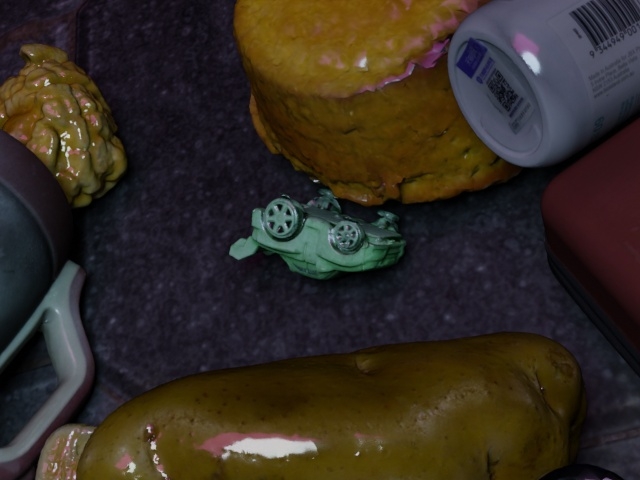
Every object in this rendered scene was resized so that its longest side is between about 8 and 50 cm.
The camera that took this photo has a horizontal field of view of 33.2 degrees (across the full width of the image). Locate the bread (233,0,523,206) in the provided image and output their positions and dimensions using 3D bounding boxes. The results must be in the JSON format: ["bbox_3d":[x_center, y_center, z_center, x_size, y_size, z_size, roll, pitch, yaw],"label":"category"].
[{"bbox_3d":[0.092,-0.211,1.011,0.358,0.204,0.337,-45,58,-11],"label":"bread"}]

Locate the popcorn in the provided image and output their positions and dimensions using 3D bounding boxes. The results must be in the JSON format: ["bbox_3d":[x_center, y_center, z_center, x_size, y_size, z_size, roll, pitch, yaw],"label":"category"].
[{"bbox_3d":[-0.286,-0.118,1.157,0.194,0.140,0.163,18,76,42],"label":"popcorn"}]

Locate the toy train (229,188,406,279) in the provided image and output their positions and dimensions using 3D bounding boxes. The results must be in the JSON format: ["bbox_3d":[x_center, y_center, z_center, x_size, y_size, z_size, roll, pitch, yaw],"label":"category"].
[{"bbox_3d":[0.000,0.000,0.991,0.149,0.099,0.081,22,104,25],"label":"toy train"}]

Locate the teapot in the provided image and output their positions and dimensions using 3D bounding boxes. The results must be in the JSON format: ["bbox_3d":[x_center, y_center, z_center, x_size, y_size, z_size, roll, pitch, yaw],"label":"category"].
[{"bbox_3d":[-0.357,0.081,0.983,0.233,0.315,0.312,-48,16,44],"label":"teapot"}]

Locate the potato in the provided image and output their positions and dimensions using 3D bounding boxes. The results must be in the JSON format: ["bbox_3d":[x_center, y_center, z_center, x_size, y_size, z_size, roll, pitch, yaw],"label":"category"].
[{"bbox_3d":[0.016,0.153,0.766,0.369,0.176,0.195,-3,22,-12],"label":"potato"}]

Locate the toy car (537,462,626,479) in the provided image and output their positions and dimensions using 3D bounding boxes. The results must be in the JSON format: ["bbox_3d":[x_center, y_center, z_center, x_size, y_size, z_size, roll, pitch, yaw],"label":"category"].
[{"bbox_3d":[0.246,0.231,0.674,0.255,0.188,0.190,-16,62,13],"label":"toy car"}]

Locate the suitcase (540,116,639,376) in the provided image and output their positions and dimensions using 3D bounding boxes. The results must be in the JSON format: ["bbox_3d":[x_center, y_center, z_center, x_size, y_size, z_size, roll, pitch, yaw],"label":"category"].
[{"bbox_3d":[0.337,-0.013,0.805,0.297,0.161,0.236,-34,52,-1],"label":"suitcase"}]

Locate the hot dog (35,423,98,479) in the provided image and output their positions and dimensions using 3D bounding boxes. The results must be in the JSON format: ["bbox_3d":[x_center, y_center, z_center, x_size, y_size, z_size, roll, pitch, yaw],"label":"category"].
[{"bbox_3d":[-0.126,0.209,0.914,0.242,0.073,0.084,0,64,20],"label":"hot dog"}]

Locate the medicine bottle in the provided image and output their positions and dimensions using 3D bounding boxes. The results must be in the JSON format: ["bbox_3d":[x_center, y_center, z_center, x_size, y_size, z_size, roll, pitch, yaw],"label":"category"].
[{"bbox_3d":[0.220,-0.159,0.849,0.215,0.135,0.135,-31,51,-19],"label":"medicine bottle"}]
